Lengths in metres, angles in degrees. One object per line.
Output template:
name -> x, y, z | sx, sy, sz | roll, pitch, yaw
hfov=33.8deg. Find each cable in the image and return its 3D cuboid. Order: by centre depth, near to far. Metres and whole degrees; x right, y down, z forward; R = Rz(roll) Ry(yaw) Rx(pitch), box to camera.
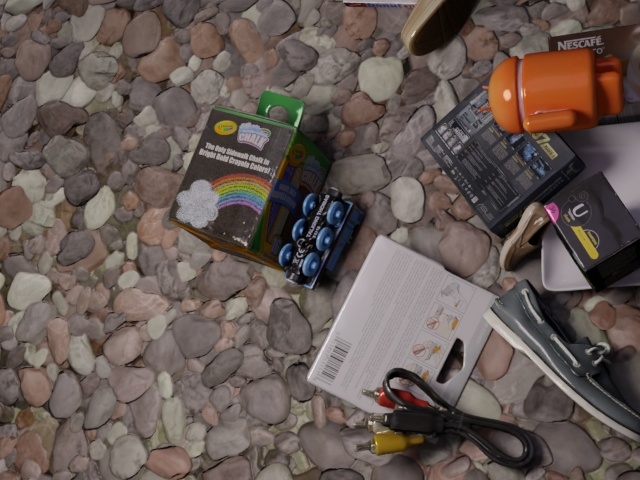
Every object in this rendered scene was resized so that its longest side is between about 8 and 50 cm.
cable -> 0.197, 0.286, 1.681 | 0.287, 0.072, 0.139 | 8, 70, 0

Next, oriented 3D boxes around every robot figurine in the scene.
robot figurine -> 0.358, -0.232, 1.641 | 0.219, 0.128, 0.158 | -4, 78, 17

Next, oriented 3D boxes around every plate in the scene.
plate -> 0.494, -0.055, 1.691 | 0.277, 0.045, 0.278 | -4, 73, 19

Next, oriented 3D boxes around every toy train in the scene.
toy train -> 0.000, 0.000, 1.825 | 0.080, 0.105, 0.184 | 20, 82, 33

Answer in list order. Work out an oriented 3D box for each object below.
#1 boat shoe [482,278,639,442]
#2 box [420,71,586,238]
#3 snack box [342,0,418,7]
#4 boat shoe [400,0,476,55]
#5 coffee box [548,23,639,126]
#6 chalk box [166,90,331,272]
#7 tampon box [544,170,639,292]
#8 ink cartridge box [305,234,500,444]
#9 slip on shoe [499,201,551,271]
boat shoe -> 0.392, 0.182, 1.621 | 0.099, 0.116, 0.319 | -50, 59, 5
box -> 0.299, -0.147, 1.751 | 0.183, 0.059, 0.233 | -43, 55, 14
snack box -> 0.133, -0.466, 1.960 | 0.178, 0.022, 0.064 | 6, 78, 22
boat shoe -> 0.227, -0.461, 1.878 | 0.098, 0.109, 0.302 | 32, 81, 27
coffee box -> 0.505, -0.269, 1.720 | 0.246, 0.098, 0.141 | -4, 73, 19
chalk box -> -0.110, -0.119, 1.864 | 0.180, 0.179, 0.289 | 19, 81, 25
tampon box -> 0.420, -0.009, 1.592 | 0.101, 0.161, 0.120 | -33, 66, 9
ink cartridge box -> 0.141, 0.163, 1.753 | 0.239, 0.060, 0.275 | 27, 85, 0
slip on shoe -> 0.334, 0.002, 1.703 | 0.041, 0.051, 0.135 | 44, 125, 31
